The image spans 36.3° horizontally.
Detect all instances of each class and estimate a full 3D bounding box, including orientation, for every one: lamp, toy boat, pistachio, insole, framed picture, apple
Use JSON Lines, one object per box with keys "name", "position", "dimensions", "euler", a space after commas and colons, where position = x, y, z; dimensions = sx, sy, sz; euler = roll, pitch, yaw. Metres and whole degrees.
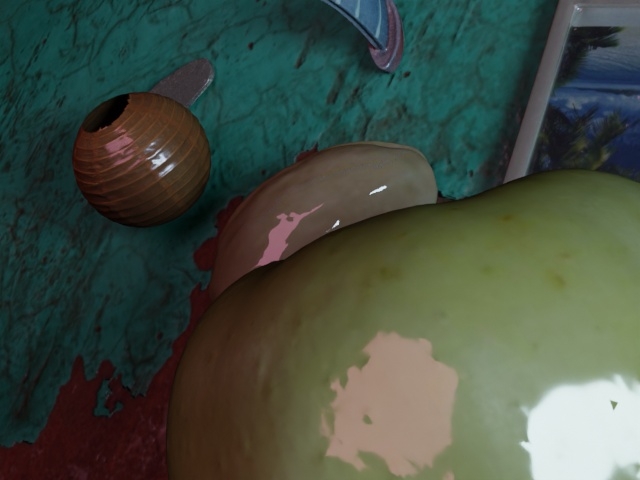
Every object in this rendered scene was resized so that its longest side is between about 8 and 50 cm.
{"name": "lamp", "position": [-0.173, -0.077, 0.947], "dimensions": [0.136, 0.136, 0.136], "euler": [-13, 63, 28]}
{"name": "toy boat", "position": [0.034, -0.215, 0.879], "dimensions": [0.034, 0.122, 0.096], "euler": [-16, 61, 28]}
{"name": "pistachio", "position": [0.000, 0.000, 0.813], "dimensions": [0.226, 0.136, 0.136], "euler": [-38, 54, 4]}
{"name": "insole", "position": [-0.191, -0.134, 1.058], "dimensions": [0.192, 0.010, 0.063], "euler": [-31, 55, 19]}
{"name": "framed picture", "position": [0.297, -0.083, 0.714], "dimensions": [0.314, 0.024, 0.232], "euler": [9, 73, 34]}
{"name": "apple", "position": [0.095, 0.134, 0.551], "dimensions": [0.357, 0.357, 0.357], "euler": [-13, 63, 28]}
